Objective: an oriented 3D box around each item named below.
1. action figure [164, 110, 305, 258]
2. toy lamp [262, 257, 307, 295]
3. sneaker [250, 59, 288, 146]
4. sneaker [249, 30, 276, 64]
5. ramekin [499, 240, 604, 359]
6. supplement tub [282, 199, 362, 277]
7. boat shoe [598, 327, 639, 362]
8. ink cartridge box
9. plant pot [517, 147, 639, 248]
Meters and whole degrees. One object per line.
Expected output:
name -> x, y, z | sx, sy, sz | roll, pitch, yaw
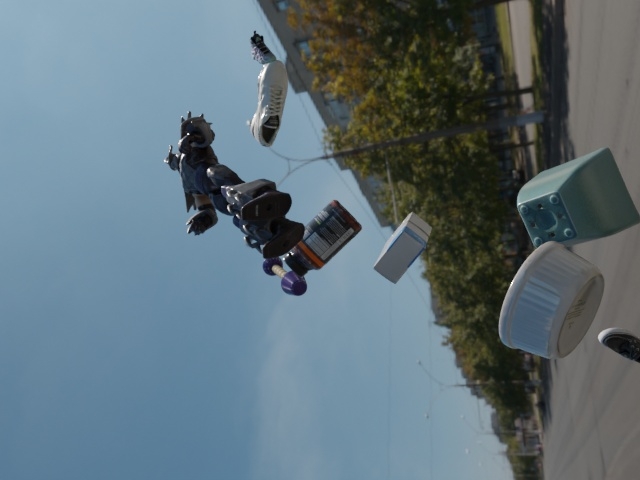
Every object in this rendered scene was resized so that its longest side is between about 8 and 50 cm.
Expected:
action figure -> -0.150, -0.080, 0.820 | 0.099, 0.285, 0.185 | -32, -46, -30
toy lamp -> -0.108, 0.110, 1.762 | 0.275, 0.080, 0.080 | -147, 42, -66
sneaker -> -0.131, -0.375, 1.566 | 0.095, 0.090, 0.235 | -122, 39, -59
sneaker -> -0.136, -0.441, 1.289 | 0.098, 0.038, 0.069 | 35, 146, 47
ramekin -> 0.539, 0.148, 1.308 | 0.273, 0.127, 0.272 | -24, -53, -36
supplement tub -> 0.000, 0.000, 1.397 | 0.106, 0.198, 0.106 | 46, -176, -4
boat shoe -> 0.980, 0.345, 1.781 | 0.080, 0.229, 0.076 | -57, 17, 28
ink cartridge box -> 0.231, 0.017, 1.583 | 0.082, 0.139, 0.190 | 37, -155, 3
plant pot -> 0.734, -0.095, 1.686 | 0.252, 0.247, 0.247 | -24, -90, -36
